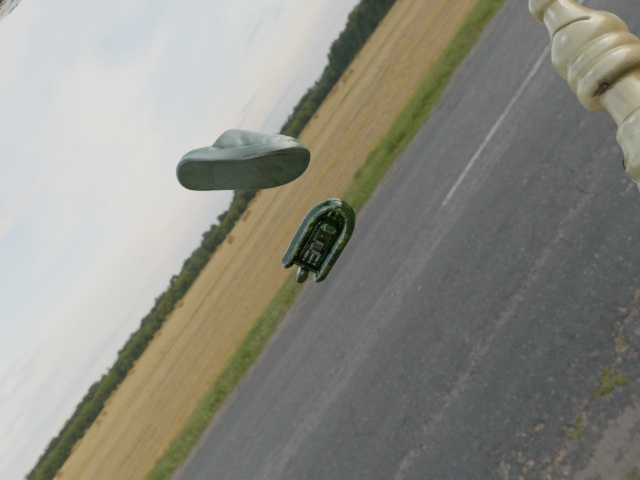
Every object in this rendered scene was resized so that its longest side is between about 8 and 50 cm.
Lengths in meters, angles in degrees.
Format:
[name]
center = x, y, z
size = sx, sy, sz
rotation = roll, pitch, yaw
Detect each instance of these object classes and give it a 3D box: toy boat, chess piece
[toy boat]
center = 0.000, 0.000, 1.174
size = 0.210, 0.104, 0.052
rotation = -59, 9, 29
[chess piece]
center = 0.360, -0.198, 0.701
size = 0.139, 0.307, 0.124
rotation = -19, -23, -20

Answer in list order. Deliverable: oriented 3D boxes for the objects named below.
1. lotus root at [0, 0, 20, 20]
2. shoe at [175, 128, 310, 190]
[lotus root]
center = -0.393, -0.316, 0.574
size = 0.179, 0.196, 0.397
rotation = -51, 24, 1
[shoe]
center = -0.147, -0.158, 1.087
size = 0.103, 0.251, 0.100
rotation = 87, 172, -51
